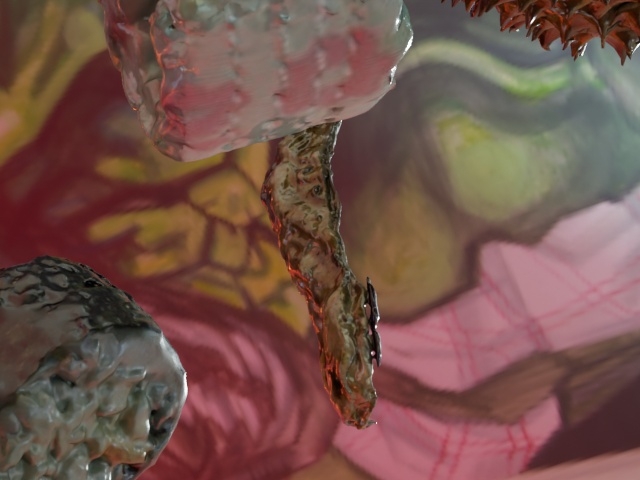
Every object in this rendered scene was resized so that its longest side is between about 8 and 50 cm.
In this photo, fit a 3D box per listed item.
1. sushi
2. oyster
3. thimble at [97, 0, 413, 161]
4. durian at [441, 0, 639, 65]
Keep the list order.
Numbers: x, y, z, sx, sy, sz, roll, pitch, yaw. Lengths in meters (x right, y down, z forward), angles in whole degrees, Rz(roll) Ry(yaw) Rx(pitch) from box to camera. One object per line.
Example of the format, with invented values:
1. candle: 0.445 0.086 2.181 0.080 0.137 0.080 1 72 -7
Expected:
1. sushi: -0.271 0.180 1.133 0.171 0.211 0.350 23 -106 41
2. oyster: 0.000 -0.001 1.095 0.078 0.129 0.345 -12 -127 1
3. thimble: -0.044 -0.146 0.777 0.149 0.185 0.211 -17 -168 -15
4. durian: 0.144 -0.308 0.946 0.384 0.348 0.347 19 -139 22
